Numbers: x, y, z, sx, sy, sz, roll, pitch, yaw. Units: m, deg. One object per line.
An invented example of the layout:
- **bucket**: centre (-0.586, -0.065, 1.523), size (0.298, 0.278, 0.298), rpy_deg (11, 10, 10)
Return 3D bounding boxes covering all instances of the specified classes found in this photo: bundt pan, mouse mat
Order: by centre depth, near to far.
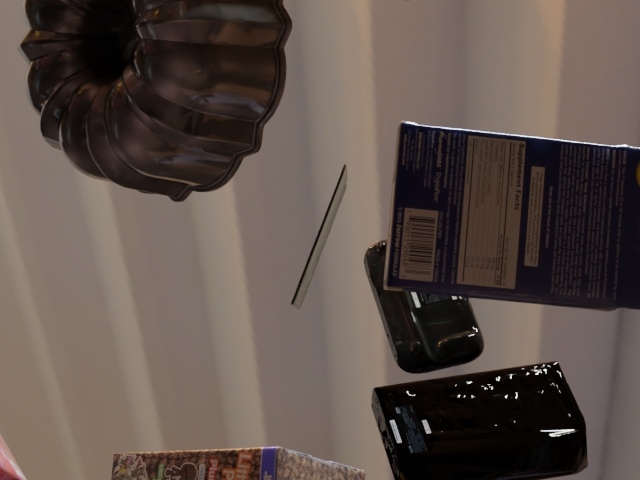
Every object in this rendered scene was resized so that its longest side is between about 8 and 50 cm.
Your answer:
- **bundt pan**: centre (-0.189, -0.203, 1.369), size (0.330, 0.124, 0.331), rpy_deg (3, -86, 43)
- **mouse mat**: centre (0.000, 0.000, 1.446), size (0.190, 0.007, 0.153), rpy_deg (87, 24, -86)

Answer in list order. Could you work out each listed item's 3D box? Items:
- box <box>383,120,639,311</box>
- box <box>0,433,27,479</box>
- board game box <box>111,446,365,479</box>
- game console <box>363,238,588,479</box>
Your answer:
- **box**: centre (0.169, -0.017, 1.106), size (0.036, 0.225, 0.137), rpy_deg (111, -16, -84)
- **box**: centre (-0.379, 0.115, 1.094), size (0.300, 0.154, 0.142), rpy_deg (52, -4, 34)
- **board game box**: centre (-0.119, 0.384, 1.941), size (0.232, 0.291, 0.141), rpy_deg (27, 61, -53)
- **game console**: centre (0.149, 0.123, 1.528), size (0.044, 0.213, 0.361), rpy_deg (95, -15, -45)
